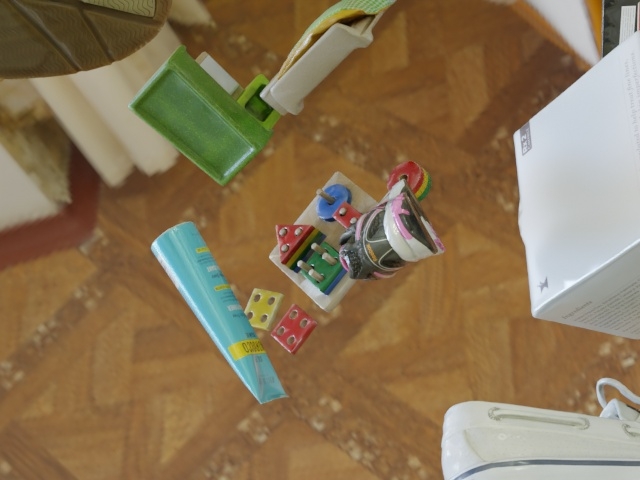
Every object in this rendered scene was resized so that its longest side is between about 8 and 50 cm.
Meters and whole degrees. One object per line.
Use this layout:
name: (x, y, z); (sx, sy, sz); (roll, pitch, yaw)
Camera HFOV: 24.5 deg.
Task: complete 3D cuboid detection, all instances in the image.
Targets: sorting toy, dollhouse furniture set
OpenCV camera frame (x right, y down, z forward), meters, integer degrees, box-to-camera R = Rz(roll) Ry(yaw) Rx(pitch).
sorting toy: (0.000, 0.000, 1.695); (0.274, 0.046, 0.132); (-51, 43, 3)
dollhouse furniture set: (-0.054, -0.237, 1.734); (0.301, 0.151, 0.197); (-41, 11, 38)

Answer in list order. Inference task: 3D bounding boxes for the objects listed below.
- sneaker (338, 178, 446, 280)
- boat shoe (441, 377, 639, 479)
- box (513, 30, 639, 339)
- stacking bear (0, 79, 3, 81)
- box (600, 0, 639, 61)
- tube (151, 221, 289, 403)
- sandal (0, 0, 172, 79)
sneaker: (0.050, -0.004, 1.207); (0.077, 0.178, 0.072); (-29, 85, 8)
boat shoe: (0.269, 0.177, 1.233); (0.367, 0.136, 0.156); (4, 52, -14)
box: (0.261, -0.041, 1.210); (0.182, 0.119, 0.181); (-42, 43, 51)
stacking bear: (-0.367, -0.219, 1.490); (0.289, 0.164, 0.175); (-43, 78, -7)
box: (0.393, -0.091, 1.382); (0.257, 0.079, 0.322); (-2, 82, 29)
tube: (-0.102, 0.079, 1.523); (0.052, 0.080, 0.207); (-37, 78, 20)
sandal: (-0.136, -0.092, 0.480); (0.180, 0.072, 0.049); (-2, 41, 13)
